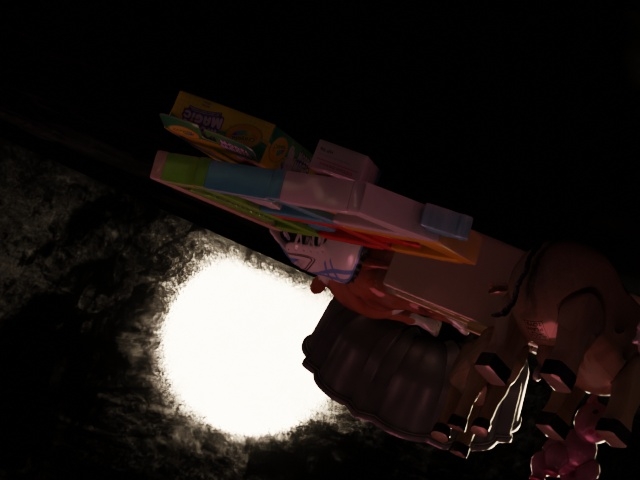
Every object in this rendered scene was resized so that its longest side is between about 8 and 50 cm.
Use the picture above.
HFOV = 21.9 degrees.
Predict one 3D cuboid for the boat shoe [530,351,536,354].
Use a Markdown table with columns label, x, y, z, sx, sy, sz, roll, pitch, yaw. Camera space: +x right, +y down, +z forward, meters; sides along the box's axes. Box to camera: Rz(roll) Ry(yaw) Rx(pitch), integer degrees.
| label | x | y | z | sx | sy | sz | roll | pitch | yaw |
| --- | --- | --- | --- | --- | --- | --- | --- | --- | --- |
| boat shoe | 0.227 | 0.097 | 1.998 | 0.068 | 0.072 | 0.190 | -12 | 156 | 44 |

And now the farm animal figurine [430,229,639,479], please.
| label | x | y | z | sx | sy | sz | roll | pitch | yaw |
| --- | --- | --- | --- | --- | --- | --- | --- | --- | --- |
| farm animal figurine | 0.240 | 0.100 | 1.470 | 0.330 | 0.172 | 0.327 | 11 | 154 | 30 |

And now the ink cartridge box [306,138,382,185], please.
| label | x | y | z | sx | sy | sz | roll | pitch | yaw |
| --- | --- | --- | --- | --- | --- | --- | --- | --- | --- |
| ink cartridge box | 0.021 | -0.064 | 1.449 | 0.048 | 0.028 | 0.083 | 20 | 176 | 14 |

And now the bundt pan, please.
| label | x | y | z | sx | sy | sz | roll | pitch | yaw |
| --- | --- | --- | --- | --- | --- | --- | --- | --- | --- |
| bundt pan | 0.144 | 0.150 | 2.304 | 0.331 | 0.124 | 0.331 | 16 | -157 | -7 |

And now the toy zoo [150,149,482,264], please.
| label | x | y | z | sx | sy | sz | roll | pitch | yaw |
| --- | --- | --- | --- | --- | --- | --- | --- | --- | --- |
| toy zoo | 0.013 | -0.027 | 1.496 | 0.293 | 0.030 | 0.192 | 11 | 172 | 38 |

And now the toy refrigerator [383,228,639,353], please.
| label | x | y | z | sx | sy | sz | roll | pitch | yaw |
| --- | --- | --- | --- | --- | --- | --- | --- | --- | --- |
| toy refrigerator | 0.202 | 0.064 | 1.662 | 0.270 | 0.094 | 0.102 | 22 | 175 | 6 |

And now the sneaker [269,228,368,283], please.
| label | x | y | z | sx | sy | sz | roll | pitch | yaw |
| --- | --- | --- | --- | --- | --- | --- | --- | --- | --- |
| sneaker | 0.000 | 0.000 | 1.980 | 0.086 | 0.085 | 0.237 | 20 | 176 | -18 |

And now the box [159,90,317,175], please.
| label | x | y | z | sx | sy | sz | roll | pitch | yaw |
| --- | --- | --- | --- | --- | --- | --- | --- | --- | --- |
| box | -0.072 | -0.090 | 1.533 | 0.105 | 0.043 | 0.179 | 21 | 178 | 20 |

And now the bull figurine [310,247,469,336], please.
| label | x | y | z | sx | sy | sz | roll | pitch | yaw |
| --- | --- | --- | --- | --- | --- | --- | --- | --- | --- |
| bull figurine | 0.088 | 0.054 | 2.114 | 0.188 | 0.101 | 0.310 | 19 | 178 | -7 |
